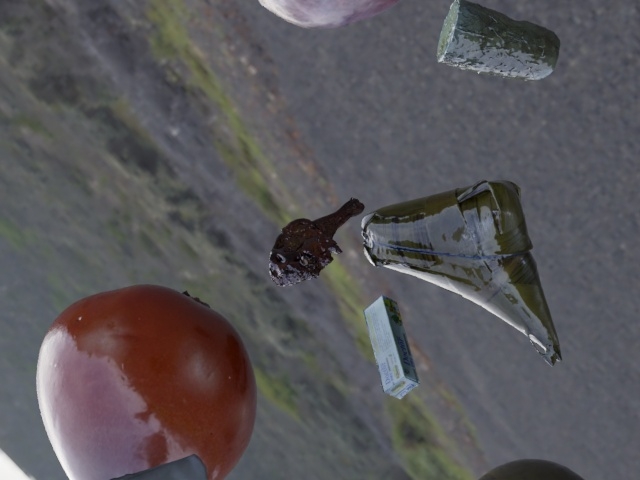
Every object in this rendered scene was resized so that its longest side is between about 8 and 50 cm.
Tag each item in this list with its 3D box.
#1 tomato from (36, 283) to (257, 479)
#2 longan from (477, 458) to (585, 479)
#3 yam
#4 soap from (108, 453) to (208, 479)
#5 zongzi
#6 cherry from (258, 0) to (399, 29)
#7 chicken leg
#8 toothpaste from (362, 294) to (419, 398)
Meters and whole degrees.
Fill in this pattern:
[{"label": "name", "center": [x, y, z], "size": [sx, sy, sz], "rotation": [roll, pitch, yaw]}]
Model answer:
[{"label": "tomato", "center": [-0.239, 0.221, 1.755], "size": [0.321, 0.321, 0.321], "rotation": [45, 172, 8]}, {"label": "longan", "center": [0.309, 0.441, 1.934], "size": [0.248, 0.248, 0.248], "rotation": [45, 172, 8]}, {"label": "yam", "center": [0.256, -0.292, 1.908], "size": [0.183, 0.107, 0.107], "rotation": [12, -174, -22]}, {"label": "soap", "center": [-0.139, 0.351, 1.111], "size": [0.258, 0.159, 0.302], "rotation": [-9, -130, -50]}, {"label": "zongzi", "center": [0.208, 0.068, 1.941], "size": [0.123, 0.260, 0.289], "rotation": [-14, -90, -64]}, {"label": "cherry", "center": [0.013, -0.296, 1.127], "size": [0.192, 0.175, 0.249], "rotation": [44, 149, 6]}, {"label": "chicken leg", "center": [-0.007, 0.001, 1.610], "size": [0.205, 0.093, 0.053], "rotation": [-69, -37, -56]}, {"label": "toothpaste", "center": [0.102, 0.155, 1.896], "size": [0.034, 0.046, 0.164], "rotation": [27, -147, -34]}]
